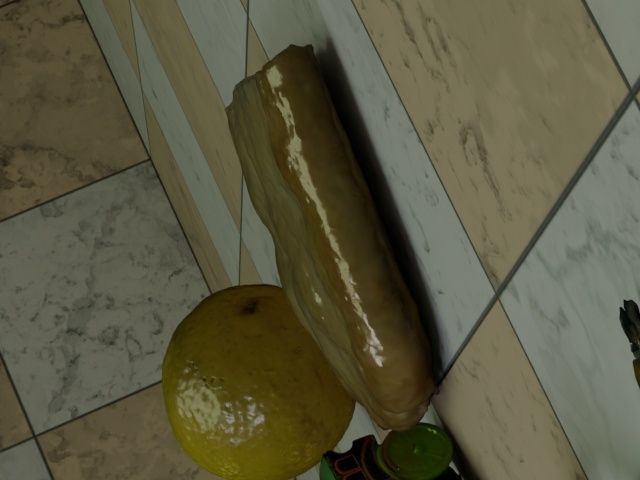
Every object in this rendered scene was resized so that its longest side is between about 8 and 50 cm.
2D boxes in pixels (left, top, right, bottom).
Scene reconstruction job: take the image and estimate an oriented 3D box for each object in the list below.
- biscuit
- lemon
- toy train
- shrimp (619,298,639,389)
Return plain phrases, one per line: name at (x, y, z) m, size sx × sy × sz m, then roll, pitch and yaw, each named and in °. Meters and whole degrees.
biscuit at (-0.001, 0.000, 1.876) m, size 0.429 × 0.104 × 0.446 m, roll -156°, pitch 44°, yaw -76°
lemon at (-0.085, 0.197, 2.349) m, size 0.293 × 0.293 × 0.293 m, roll 157°, pitch 90°, yaw -81°
toy train at (0.115, 0.321, 1.842) m, size 0.296 × 0.160 × 0.100 m, roll -124°, pitch 18°, yaw -46°
shrimp at (0.228, 0.196, 1.139) m, size 0.287 × 0.068 × 0.185 m, roll 78°, pitch 167°, yaw -48°
